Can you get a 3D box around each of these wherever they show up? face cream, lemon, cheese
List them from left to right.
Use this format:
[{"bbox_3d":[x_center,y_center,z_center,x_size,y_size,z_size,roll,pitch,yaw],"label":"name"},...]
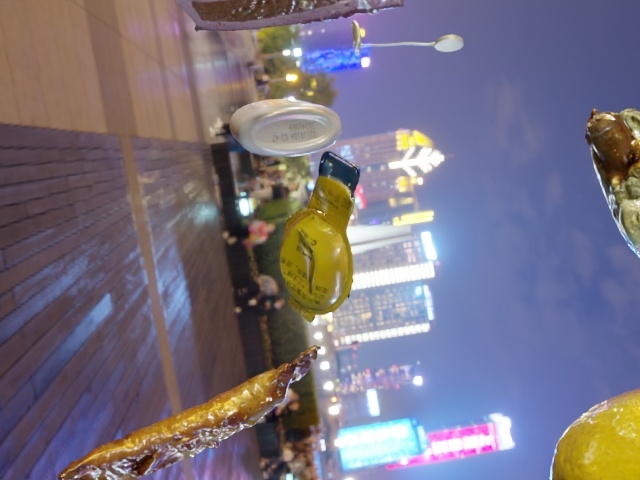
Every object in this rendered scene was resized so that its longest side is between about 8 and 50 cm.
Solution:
[{"bbox_3d":[-0.074,-0.199,1.213,0.337,0.162,0.080,-133,-142,-73],"label":"face cream"},{"bbox_3d":[0.000,0.000,1.095,0.177,0.069,0.271,36,-59,41],"label":"cheese"},{"bbox_3d":[0.356,0.260,0.752,0.204,0.260,0.204,47,-27,35],"label":"lemon"}]

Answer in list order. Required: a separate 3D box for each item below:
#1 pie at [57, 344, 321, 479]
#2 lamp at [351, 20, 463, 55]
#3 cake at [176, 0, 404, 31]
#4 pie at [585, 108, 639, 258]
[{"bbox_3d":[-0.082,0.135,0.508,0.033,0.191,0.088,61,-17,17],"label":"pie"},{"bbox_3d":[0.151,-0.358,1.253,0.050,0.198,0.056,57,35,-75],"label":"lamp"},{"bbox_3d":[-0.038,-0.328,0.860,0.116,0.295,0.113,60,39,-58],"label":"cake"},{"bbox_3d":[0.525,-0.079,1.150,0.257,0.105,0.275,5,67,-54],"label":"pie"}]
